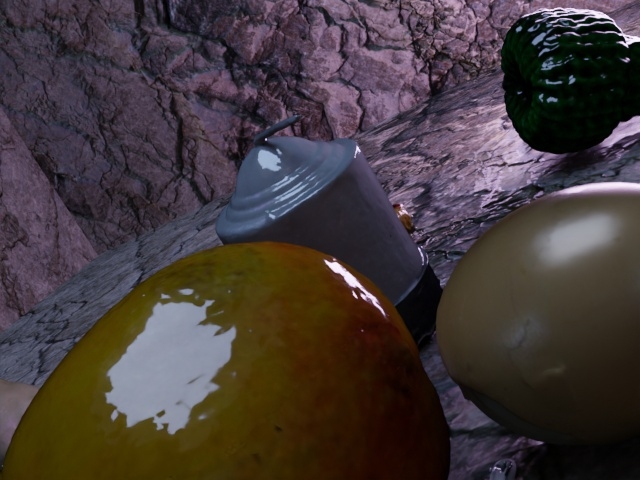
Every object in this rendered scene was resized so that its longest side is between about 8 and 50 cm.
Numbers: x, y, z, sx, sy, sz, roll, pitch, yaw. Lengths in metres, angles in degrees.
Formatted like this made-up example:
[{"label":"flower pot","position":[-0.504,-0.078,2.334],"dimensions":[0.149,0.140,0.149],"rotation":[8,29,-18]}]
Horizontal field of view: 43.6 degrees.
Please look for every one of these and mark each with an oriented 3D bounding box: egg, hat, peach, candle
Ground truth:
[{"label":"egg","position":[0.208,0.056,0.636],"dimensions":[0.201,0.201,0.244],"rotation":[-44,-9,-45]},{"label":"hat","position":[0.482,-0.267,1.329],"dimensions":[0.333,0.242,0.274],"rotation":[-6,39,2]},{"label":"peach","position":[-0.082,0.171,0.646],"dimensions":[0.373,0.289,0.372],"rotation":[-7,49,9]},{"label":"candle","position":[0.000,0.000,1.020],"dimensions":[0.221,0.342,0.221],"rotation":[-28,19,11]}]

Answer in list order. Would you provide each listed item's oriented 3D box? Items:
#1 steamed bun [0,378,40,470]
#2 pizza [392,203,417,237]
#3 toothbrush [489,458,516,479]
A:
[{"label":"steamed bun","position":[-0.558,0.323,1.171],"dimensions":[0.352,0.247,0.339],"rotation":[-18,19,25]},{"label":"pizza","position":[-0.077,0.052,1.416],"dimensions":[0.440,0.130,0.406],"rotation":[-34,17,-17]},{"label":"toothbrush","position":[0.106,0.242,0.578],"dimensions":[0.022,0.026,0.263],"rotation":[-14,20,32]}]
